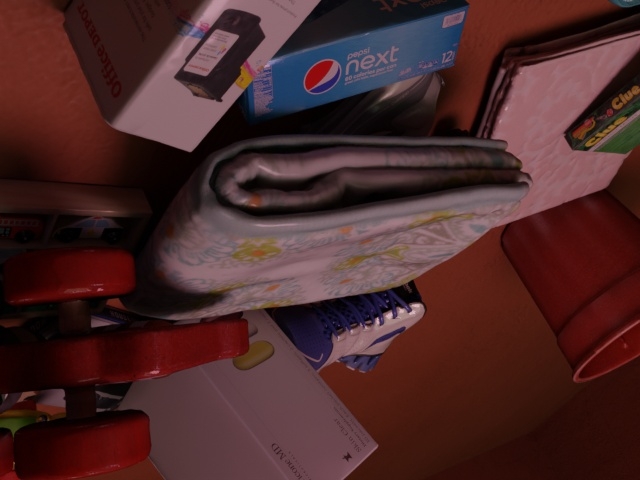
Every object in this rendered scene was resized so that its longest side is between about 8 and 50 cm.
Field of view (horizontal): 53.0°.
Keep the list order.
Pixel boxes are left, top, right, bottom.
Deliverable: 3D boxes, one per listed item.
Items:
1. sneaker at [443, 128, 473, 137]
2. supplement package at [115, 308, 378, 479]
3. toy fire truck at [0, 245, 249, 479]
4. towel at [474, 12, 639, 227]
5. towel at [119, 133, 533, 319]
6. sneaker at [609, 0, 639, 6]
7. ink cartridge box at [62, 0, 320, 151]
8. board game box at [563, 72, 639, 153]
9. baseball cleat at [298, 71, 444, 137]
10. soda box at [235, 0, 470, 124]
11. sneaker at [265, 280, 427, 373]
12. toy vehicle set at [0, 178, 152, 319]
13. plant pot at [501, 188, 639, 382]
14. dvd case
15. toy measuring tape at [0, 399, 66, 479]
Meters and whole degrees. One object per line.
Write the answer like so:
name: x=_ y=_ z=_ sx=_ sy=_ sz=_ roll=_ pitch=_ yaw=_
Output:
sneaker: x=0.148 y=-0.048 z=0.855 sx=0.106 sy=0.078 sz=0.234 roll=-23 pitch=151 yaw=-16
supplement package: x=-0.101 y=0.237 z=0.810 sx=0.145 sy=0.262 sz=0.204 roll=-24 pitch=156 yaw=-50
toy fire truck: x=-0.240 y=0.113 z=0.593 sx=0.302 sy=0.170 sz=0.254 roll=-9 pitch=172 yaw=11
towel: x=0.339 y=-0.156 z=0.883 sx=0.316 sy=0.053 sz=0.332 roll=-18 pitch=147 yaw=-17
towel: x=0.000 y=0.000 z=0.693 sx=0.374 sy=0.090 sz=0.320 roll=-5 pitch=159 yaw=-30
sneaker: x=0.433 y=-0.306 z=0.724 sx=0.275 sy=0.107 sz=0.110 roll=-6 pitch=162 yaw=-26
ink cartridge box: x=-0.085 y=-0.168 z=0.434 sx=0.175 sy=0.127 sz=0.072 roll=-43 pitch=149 yaw=24
board game box: x=0.439 y=-0.195 z=0.786 sx=0.136 sy=0.030 sz=0.260 roll=-5 pitch=152 yaw=-38
baseball cleat: x=0.043 y=-0.105 z=0.672 sx=0.206 sy=0.072 sz=0.109 roll=-41 pitch=127 yaw=18
soda box: x=0.020 y=-0.175 z=0.566 sx=0.210 sy=0.071 sz=0.067 roll=-19 pitch=147 yaw=-17
sneaker: x=0.050 y=0.106 z=0.975 sx=0.182 sy=0.127 sz=0.315 roll=-46 pitch=153 yaw=20
toy vehicle set: x=-0.313 y=0.013 z=0.598 sx=0.266 sy=0.035 sz=0.166 roll=0 pitch=139 yaw=-40
plant pot: x=0.462 y=0.053 z=1.085 sx=0.272 sy=0.265 sz=0.272 roll=-22 pitch=148 yaw=-14
dvd case: x=-0.297 y=0.156 z=0.829 sx=0.179 sy=0.030 sz=0.238 roll=-36 pitch=148 yaw=11
toy measuring tape: x=-0.432 y=0.269 z=0.788 sx=0.330 sy=0.122 sz=0.121 roll=-23 pitch=153 yaw=22
